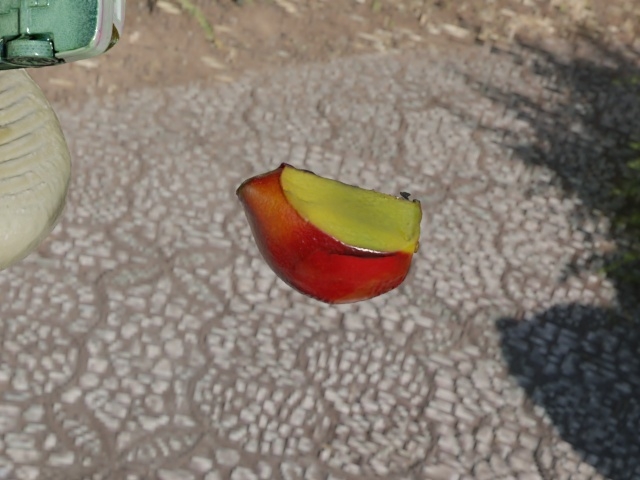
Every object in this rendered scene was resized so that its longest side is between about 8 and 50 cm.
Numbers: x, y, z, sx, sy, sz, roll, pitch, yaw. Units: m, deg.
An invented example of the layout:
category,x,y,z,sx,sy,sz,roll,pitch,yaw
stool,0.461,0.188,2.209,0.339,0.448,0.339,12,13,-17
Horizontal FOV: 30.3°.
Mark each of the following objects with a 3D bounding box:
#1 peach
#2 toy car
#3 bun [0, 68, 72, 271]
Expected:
category,x,y,z,sx,sy,sz,roll,pitch,yaw
peach,0.003,0.005,1.662,0.267,0.159,0.154,16,36,-19
toy car,-0.233,-0.157,0.797,0.224,0.090,0.076,-1,0,23
bun,-0.452,-0.098,1.262,0.365,0.219,0.365,35,34,-28
